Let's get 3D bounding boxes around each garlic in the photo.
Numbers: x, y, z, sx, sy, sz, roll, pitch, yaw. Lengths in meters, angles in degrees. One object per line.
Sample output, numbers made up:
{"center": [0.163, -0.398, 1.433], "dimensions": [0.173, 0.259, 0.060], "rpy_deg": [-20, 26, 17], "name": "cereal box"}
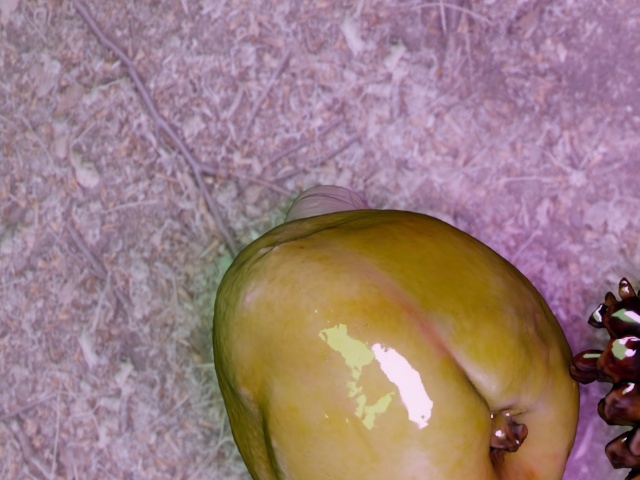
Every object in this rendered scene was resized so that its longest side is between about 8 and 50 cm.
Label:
{"center": [0.001, -0.002, 1.529], "dimensions": [0.094, 0.074, 0.113], "rpy_deg": [-29, 55, 34], "name": "garlic"}

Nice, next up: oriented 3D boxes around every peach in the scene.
{"center": [0.060, 0.115, 1.363], "dimensions": [0.315, 0.281, 0.314], "rpy_deg": [20, 136, 56], "name": "peach"}

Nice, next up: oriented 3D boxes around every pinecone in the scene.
{"center": [0.321, 0.132, 1.251], "dimensions": [0.224, 0.224, 0.273], "rpy_deg": [-37, 61, 21], "name": "pinecone"}
